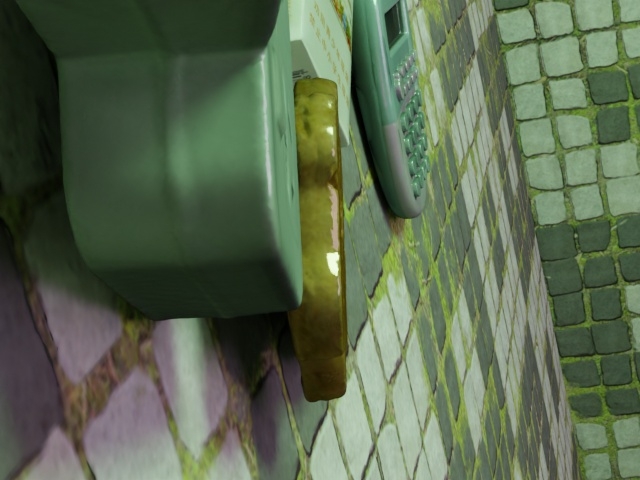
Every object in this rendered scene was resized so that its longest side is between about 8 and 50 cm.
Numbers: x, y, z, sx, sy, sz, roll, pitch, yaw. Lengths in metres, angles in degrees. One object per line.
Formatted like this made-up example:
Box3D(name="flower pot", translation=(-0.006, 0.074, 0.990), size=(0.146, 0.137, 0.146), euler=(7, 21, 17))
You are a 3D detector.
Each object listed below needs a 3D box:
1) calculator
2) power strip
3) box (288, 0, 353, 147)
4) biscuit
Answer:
Box3D(name="calculator", translation=(0.062, -0.166, 1.091), size=(0.185, 0.041, 0.298), euler=(-60, 140, -67))
Box3D(name="power strip", translation=(-0.077, -0.097, 0.445), size=(0.261, 0.141, 0.229), euler=(78, 7, -77))
Box3D(name="box", translation=(-0.004, -0.192, 0.886), size=(0.122, 0.032, 0.220), euler=(60, 26, -51))
Box3D(name="biscuit", translation=(-0.003, 0.000, 0.683), size=(0.249, 0.035, 0.184), euler=(44, 44, -87))
